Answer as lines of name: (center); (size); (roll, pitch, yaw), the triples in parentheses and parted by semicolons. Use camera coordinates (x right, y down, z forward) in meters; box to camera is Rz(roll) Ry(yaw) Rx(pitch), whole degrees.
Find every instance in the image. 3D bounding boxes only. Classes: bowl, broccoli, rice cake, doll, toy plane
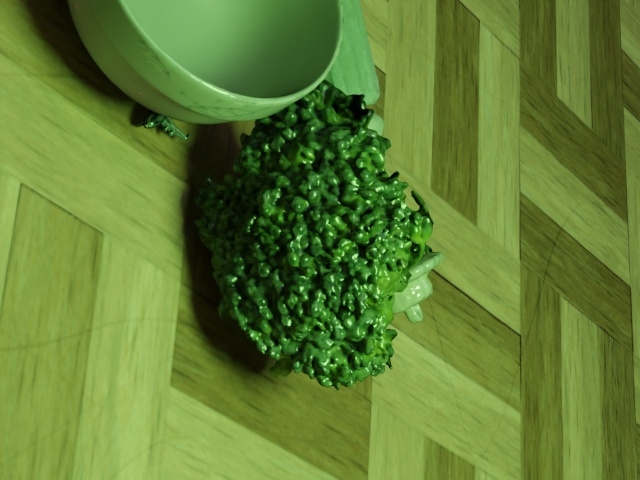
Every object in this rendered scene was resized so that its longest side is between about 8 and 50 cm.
bowl: (-0.130, -0.233, 1.639); (0.287, 0.144, 0.287); (19, 58, -33)
broccoli: (0.000, 0.000, 1.717); (0.288, 0.248, 0.245); (-64, 162, -9)
rice cake: (0.013, -0.255, 1.998); (0.124, 0.038, 0.211); (-16, 90, -58)
doll: (0.047, -0.041, 1.891); (0.138, 0.119, 0.293); (-51, 116, -81)
toy plane: (-0.158, -0.129, 1.688); (0.078, 0.031, 0.083); (62, 34, -16)
